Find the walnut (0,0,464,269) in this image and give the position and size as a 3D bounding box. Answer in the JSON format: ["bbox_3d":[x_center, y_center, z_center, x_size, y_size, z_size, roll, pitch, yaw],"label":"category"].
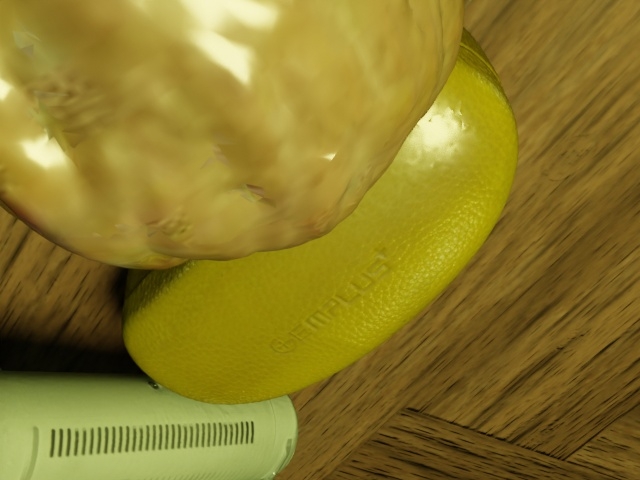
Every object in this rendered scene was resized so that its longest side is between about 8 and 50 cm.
[{"bbox_3d":[-0.091,-0.153,0.438,0.306,0.306,0.344,-18,139,7],"label":"walnut"}]

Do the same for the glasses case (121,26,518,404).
[{"bbox_3d":[0.000,0.000,0.687,0.173,0.141,0.371,30,122,-31],"label":"glasses case"}]

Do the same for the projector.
[{"bbox_3d":[-0.162,0.165,0.750,0.108,0.108,0.338,-41,150,25],"label":"projector"}]
